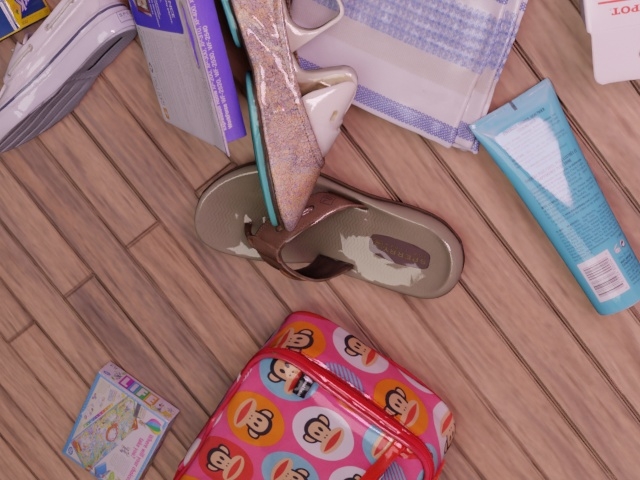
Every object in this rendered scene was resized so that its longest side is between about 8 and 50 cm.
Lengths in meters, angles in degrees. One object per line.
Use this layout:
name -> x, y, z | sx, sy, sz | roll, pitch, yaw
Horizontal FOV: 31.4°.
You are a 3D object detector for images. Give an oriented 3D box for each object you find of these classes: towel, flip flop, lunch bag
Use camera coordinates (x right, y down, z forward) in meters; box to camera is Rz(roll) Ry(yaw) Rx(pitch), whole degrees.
towel -> 0.084, -0.233, 0.970 | 0.209, 0.034, 0.285 | 26, 121, 15
flip flop -> 0.000, 0.000, 1.098 | 0.277, 0.080, 0.112 | 17, 121, 18
lunch bag -> 0.002, 0.241, 1.203 | 0.258, 0.120, 0.293 | 35, 126, 2

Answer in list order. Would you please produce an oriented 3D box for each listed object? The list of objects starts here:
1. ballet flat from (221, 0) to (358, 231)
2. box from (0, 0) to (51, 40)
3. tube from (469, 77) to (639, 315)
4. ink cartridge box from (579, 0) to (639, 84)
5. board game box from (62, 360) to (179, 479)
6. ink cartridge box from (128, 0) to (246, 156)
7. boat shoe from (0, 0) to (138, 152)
ballet flat -> -0.025, -0.161, 0.984 | 0.106, 0.107, 0.316 | -12, 109, 3
box -> -0.363, -0.220, 1.177 | 0.169, 0.059, 0.054 | -18, 108, 32
tube -> 0.216, -0.033, 0.993 | 0.080, 0.052, 0.207 | -33, 99, -6
ink cartridge box -> 0.249, -0.226, 0.855 | 0.115, 0.067, 0.198 | -6, 111, 10
board game box -> -0.242, 0.230, 1.365 | 0.103, 0.026, 0.154 | 35, 124, 7
ink cartridge box -> -0.121, -0.191, 1.011 | 0.208, 0.045, 0.206 | 33, 140, 63
boat shoe -> -0.274, -0.178, 1.155 | 0.226, 0.083, 0.076 | -37, 83, 23
